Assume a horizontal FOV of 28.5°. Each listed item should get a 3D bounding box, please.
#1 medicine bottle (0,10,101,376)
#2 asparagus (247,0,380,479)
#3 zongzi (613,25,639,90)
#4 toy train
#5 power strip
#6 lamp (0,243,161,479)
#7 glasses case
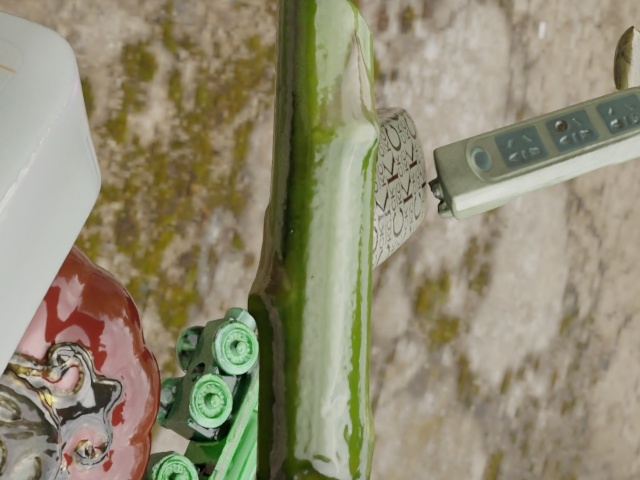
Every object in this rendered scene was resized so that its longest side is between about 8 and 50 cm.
[{"bbox_3d":[-0.211,0.024,0.490,0.324,0.179,0.124,-74,164,-51],"label":"medicine bottle"},{"bbox_3d":[0.000,0.000,0.666,0.060,0.067,0.277,8,86,-69],"label":"asparagus"},{"bbox_3d":[0.379,-0.220,1.536,0.083,0.040,0.076,-15,113,-77],"label":"zongzi"},{"bbox_3d":[-0.089,0.175,0.994,0.119,0.085,0.251,37,61,-28],"label":"toy train"},{"bbox_3d":[0.257,-0.100,1.389,0.048,0.286,0.080,72,1,-57],"label":"power strip"},{"bbox_3d":[-0.209,0.095,0.761,0.227,0.227,0.227,-27,123,-52],"label":"lamp"},{"bbox_3d":[0.041,-0.051,1.293,0.355,0.085,0.137,-39,122,-65],"label":"glasses case"}]
